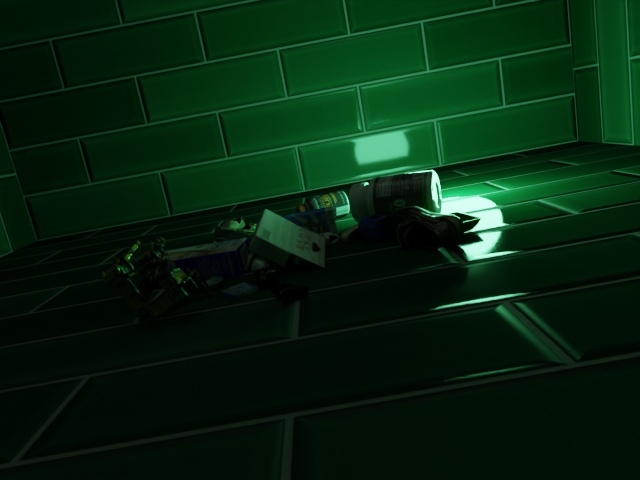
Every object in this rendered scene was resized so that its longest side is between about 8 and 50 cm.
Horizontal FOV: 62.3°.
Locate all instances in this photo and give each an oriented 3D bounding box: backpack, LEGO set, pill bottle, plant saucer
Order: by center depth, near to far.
[{"bbox_3d":[-0.467,0.094,1.602,0.192,0.255,0.331,-36,-4,12],"label":"LEGO set"},{"bbox_3d":[-0.390,0.152,1.818,0.120,0.021,0.119,-11,13,2],"label":"plant saucer"},{"bbox_3d":[0.471,-0.056,1.966,0.188,0.045,0.188,-13,12,-11],"label":"plant saucer"},{"bbox_3d":[0.198,-0.049,2.040,0.101,0.097,0.120,-24,19,-33],"label":"backpack"},{"bbox_3d":[0.320,-0.179,2.264,0.361,0.204,0.204,-5,14,25],"label":"pill bottle"},{"bbox_3d":[0.007,-0.158,2.596,0.246,0.130,0.130,-15,14,-17],"label":"pill bottle"}]

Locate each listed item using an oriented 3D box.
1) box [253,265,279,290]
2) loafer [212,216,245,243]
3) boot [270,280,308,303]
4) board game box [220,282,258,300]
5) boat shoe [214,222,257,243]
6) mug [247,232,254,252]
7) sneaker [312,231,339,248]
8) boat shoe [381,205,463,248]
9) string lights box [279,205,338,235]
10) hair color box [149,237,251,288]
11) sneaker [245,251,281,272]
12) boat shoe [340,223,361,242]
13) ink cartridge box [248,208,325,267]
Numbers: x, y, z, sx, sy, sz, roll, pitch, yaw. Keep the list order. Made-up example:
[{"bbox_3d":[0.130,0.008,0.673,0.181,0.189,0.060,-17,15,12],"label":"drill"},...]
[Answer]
[{"bbox_3d":[-0.175,0.121,1.706,0.062,0.052,0.083,-13,12,-16],"label":"box"},{"bbox_3d":[-0.445,-0.047,2.565,0.102,0.092,0.268,-6,13,18],"label":"loafer"},{"bbox_3d":[-0.105,0.150,1.543,0.099,0.045,0.121,4,12,42],"label":"boot"},{"bbox_3d":[-0.259,0.161,1.676,0.090,0.020,0.090,-18,14,-34],"label":"board game box"},{"bbox_3d":[-0.314,-0.028,2.295,0.305,0.091,0.109,-5,9,-32],"label":"boat shoe"},{"bbox_3d":[-0.201,0.017,2.079,0.158,0.097,0.129,-4,14,25],"label":"mug"},{"bbox_3d":[0.000,0.000,2.076,0.161,0.057,0.075,-14,7,-26],"label":"sneaker"},{"bbox_3d":[0.326,-0.043,1.837,0.130,0.132,0.355,-19,14,-33],"label":"boat shoe"},{"bbox_3d":[-0.065,-0.049,2.174,0.260,0.133,0.077,-11,13,1],"label":"string lights box"},{"bbox_3d":[-0.444,0.083,1.976,0.339,0.110,0.185,-11,14,7],"label":"hair color box"},{"bbox_3d":[-0.173,0.076,1.876,0.095,0.090,0.235,17,20,18],"label":"sneaker"},{"bbox_3d":[0.144,-0.038,2.115,0.059,0.062,0.170,9,24,42],"label":"boat shoe"},{"bbox_3d":[-0.112,0.009,1.909,0.261,0.066,0.296,26,19,-9],"label":"ink cartridge box"}]
